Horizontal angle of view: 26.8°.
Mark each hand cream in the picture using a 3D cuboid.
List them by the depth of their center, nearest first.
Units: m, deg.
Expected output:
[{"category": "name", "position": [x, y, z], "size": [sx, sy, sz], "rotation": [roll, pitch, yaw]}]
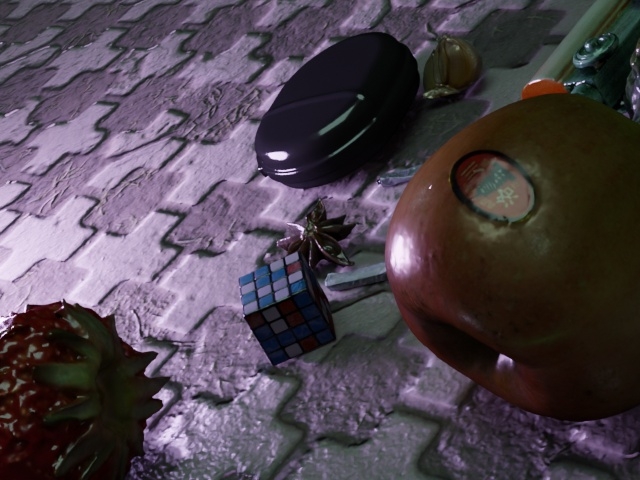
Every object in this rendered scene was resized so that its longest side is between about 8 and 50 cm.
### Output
[{"category": "hand cream", "position": [0.126, -0.094, 1.919], "size": [0.093, 0.019, 0.030], "rotation": [-13, 33, 13]}]

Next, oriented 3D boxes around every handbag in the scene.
[{"category": "handbag", "position": [0.020, -0.202, 2.055], "size": [0.254, 0.093, 0.308], "rotation": [-9, 38, 40]}]

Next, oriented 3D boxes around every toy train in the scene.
[{"category": "toy train", "position": [0.396, -0.267, 1.868], "size": [0.177, 0.116, 0.285], "rotation": [-5, 39, 52]}]

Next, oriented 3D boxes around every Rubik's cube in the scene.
[{"category": "Rubik's cube", "position": [-0.043, 0.087, 1.722], "size": [0.092, 0.092, 0.092], "rotation": [-25, 32, 7]}]

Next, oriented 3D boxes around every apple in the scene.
[{"category": "apple", "position": [0.247, 0.008, 1.379], "size": [0.305, 0.338, 0.338], "rotation": [-52, 37, -13]}]

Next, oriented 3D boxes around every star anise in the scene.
[{"category": "star anise", "position": [-0.003, -0.008, 1.853], "size": [0.124, 0.056, 0.129], "rotation": [-14, 50, 19]}]

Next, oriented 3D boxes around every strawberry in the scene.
[{"category": "strawberry", "position": [-0.385, 0.211, 1.646], "size": [0.343, 0.292, 0.292], "rotation": [-10, 37, 22]}]

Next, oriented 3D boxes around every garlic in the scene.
[{"category": "garlic", "position": [0.199, -0.263, 2.038], "size": [0.113, 0.094, 0.074], "rotation": [-8, -5, 42]}]

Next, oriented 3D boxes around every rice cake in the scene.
[{"category": "rice cake", "position": [0.063, 0.045, 1.765], "size": [0.121, 0.021, 0.022], "rotation": [-13, 46, 23]}]

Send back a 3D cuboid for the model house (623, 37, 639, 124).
[{"category": "model house", "position": [0.488, -0.257, 1.599], "size": [0.261, 0.266, 0.321], "rotation": [1, 42, 16]}]
